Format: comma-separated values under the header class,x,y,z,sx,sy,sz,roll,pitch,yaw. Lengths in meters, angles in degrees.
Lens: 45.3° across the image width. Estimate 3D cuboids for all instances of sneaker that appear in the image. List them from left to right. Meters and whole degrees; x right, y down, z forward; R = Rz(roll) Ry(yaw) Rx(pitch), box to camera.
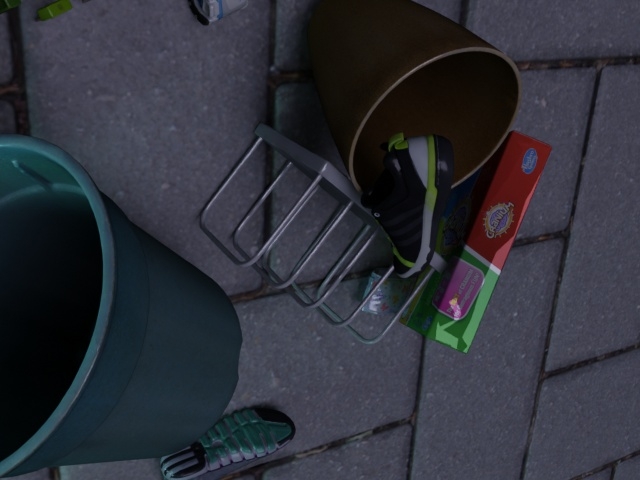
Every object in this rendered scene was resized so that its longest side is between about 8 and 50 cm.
class,x,y,z,sx,sy,sz,roll,pitch,yaw
sneaker,-0.125,-0.365,0.932,0.083,0.071,0.190,-24,130,-29
sneaker,-0.149,0.339,1.227,0.224,0.083,0.098,-12,139,-26
sneaker,0.095,-0.045,0.941,0.097,0.084,0.234,2,137,-4

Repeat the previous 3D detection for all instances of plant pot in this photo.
class,x,y,z,sx,sy,sz,roll,pitch,yaw
plant pot,-0.271,0.107,0.852,0.341,0.341,0.334,-54,151,-2
plant pot,0.088,-0.216,0.991,0.237,0.254,0.237,-20,144,-15

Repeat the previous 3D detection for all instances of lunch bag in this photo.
class,x,y,z,sx,sy,sz,roll,pitch,yaw
lunch bag,0.104,0.083,1.276,0.083,0.053,0.071,0,112,-44

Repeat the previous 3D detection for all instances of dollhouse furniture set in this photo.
class,x,y,z,sx,sy,sz,roll,pitch,yaw
dollhouse furniture set,-0.306,-0.295,0.868,0.152,0.059,0.076,-41,121,-35

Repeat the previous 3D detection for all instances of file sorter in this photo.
class,x,y,z,sx,sy,sz,roll,pitch,yaw
file sorter,0.000,0.000,1.088,0.278,0.193,0.173,36,91,-38

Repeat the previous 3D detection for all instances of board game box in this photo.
class,x,y,z,sx,sy,sz,roll,pitch,yaw
board game box,0.228,0.003,1.180,0.064,0.242,0.316,23,87,-3
